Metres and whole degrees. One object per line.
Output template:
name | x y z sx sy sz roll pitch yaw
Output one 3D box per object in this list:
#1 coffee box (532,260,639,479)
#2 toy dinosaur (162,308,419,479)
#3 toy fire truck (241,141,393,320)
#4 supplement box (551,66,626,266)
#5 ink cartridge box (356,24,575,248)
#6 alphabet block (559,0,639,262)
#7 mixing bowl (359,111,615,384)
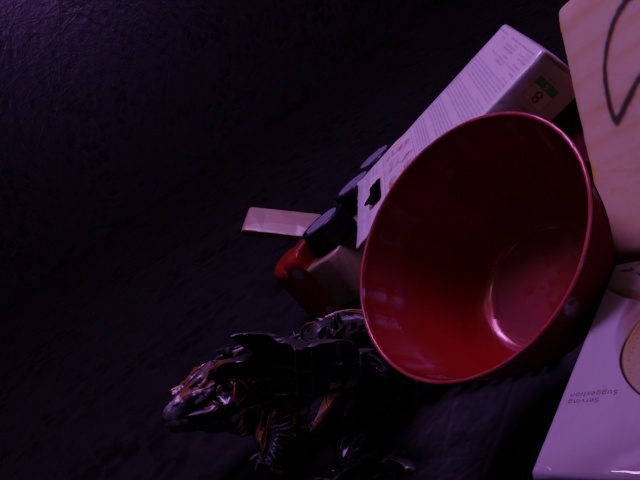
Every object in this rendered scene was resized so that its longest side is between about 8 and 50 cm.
coffee box | 0.264 0.076 0.294 0.297 0.119 0.168 -15 24 45
toy dinosaur | 0.011 0.109 0.607 0.322 0.164 0.218 -36 2 15
toy fire truck | 0.000 0.000 0.914 0.246 0.158 0.217 -32 15 46
supplement box | 0.255 -0.065 0.649 0.191 0.129 0.194 -42 20 -24
ink cartridge box | 0.125 -0.091 0.683 0.225 0.056 0.181 -49 12 20
alphabet block | 0.289 -0.101 0.428 0.193 0.193 0.197 -6 -9 -15
mixing bowl | 0.123 0.018 0.487 0.181 0.098 0.182 -31 46 39
